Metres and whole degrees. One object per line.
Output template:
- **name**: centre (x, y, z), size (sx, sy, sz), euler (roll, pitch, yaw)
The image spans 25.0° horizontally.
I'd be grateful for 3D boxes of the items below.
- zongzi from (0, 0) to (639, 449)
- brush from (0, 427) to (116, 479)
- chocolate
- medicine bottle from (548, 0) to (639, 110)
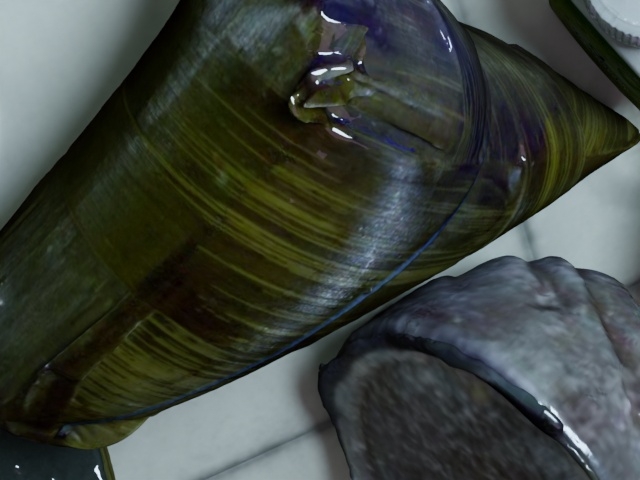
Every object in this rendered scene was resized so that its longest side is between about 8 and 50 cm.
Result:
- **zongzi**: centre (0.000, 0.000, 1.014), size (0.403, 0.208, 0.432), euler (-46, 145, 22)
- **brush**: centre (-0.248, 0.186, 1.047), size (0.197, 0.123, 0.059), euler (-16, 166, -10)
- **chocolate**: centre (0.176, 0.134, 1.087), size (0.213, 0.303, 0.303), euler (-40, 129, -31)
- **medicine bottle**: centre (0.214, -0.157, 0.941), size (0.088, 0.188, 0.132), euler (-39, 81, 7)
